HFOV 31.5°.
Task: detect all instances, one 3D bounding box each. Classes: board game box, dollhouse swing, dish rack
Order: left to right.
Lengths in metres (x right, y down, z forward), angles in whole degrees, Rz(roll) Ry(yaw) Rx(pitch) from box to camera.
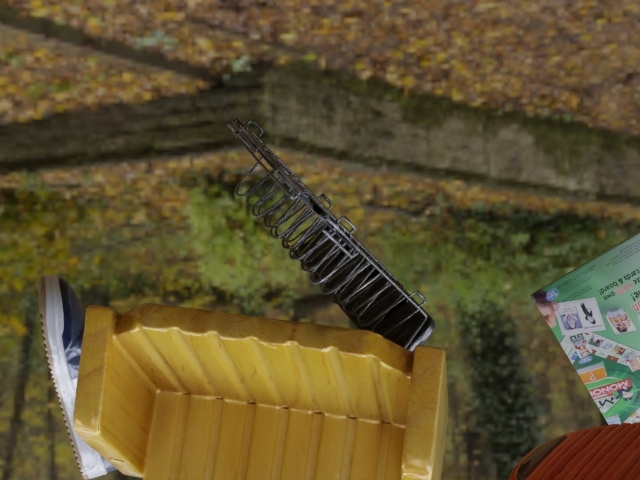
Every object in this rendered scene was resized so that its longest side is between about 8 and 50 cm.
[{"bbox_3d":[-0.067,0.268,1.117,0.346,0.305,0.315,7,157,10],"label":"dollhouse swing"},{"bbox_3d":[0.000,0.000,1.119,0.208,0.074,0.271,46,-179,41],"label":"dish rack"},{"bbox_3d":[0.393,0.083,1.211,0.046,0.214,0.317,-24,171,-42],"label":"board game box"}]

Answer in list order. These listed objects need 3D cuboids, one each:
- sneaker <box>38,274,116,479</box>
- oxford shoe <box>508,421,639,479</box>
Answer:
[{"bbox_3d":[-0.243,0.152,1.369,0.153,0.282,0.099,-12,-151,-8],"label":"sneaker"},{"bbox_3d":[0.281,0.218,0.746,0.130,0.133,0.363,-34,-153,-32],"label":"oxford shoe"}]
